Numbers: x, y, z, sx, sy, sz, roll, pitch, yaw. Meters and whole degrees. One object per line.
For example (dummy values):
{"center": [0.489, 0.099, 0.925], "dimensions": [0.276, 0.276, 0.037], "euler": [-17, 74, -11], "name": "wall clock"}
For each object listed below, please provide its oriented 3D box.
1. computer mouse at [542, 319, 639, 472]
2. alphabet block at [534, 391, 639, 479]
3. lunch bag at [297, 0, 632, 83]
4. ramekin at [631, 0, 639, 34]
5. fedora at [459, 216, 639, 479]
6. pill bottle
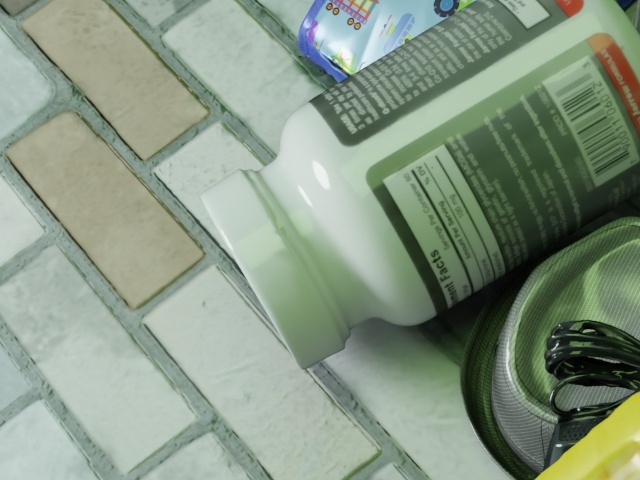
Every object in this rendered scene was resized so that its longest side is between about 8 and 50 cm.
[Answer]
{"center": [0.229, 0.200, 1.148], "dimensions": [0.188, 0.072, 0.272], "euler": [17, 104, 9], "name": "computer mouse"}
{"center": [0.230, 0.247, 0.981], "dimensions": [0.193, 0.197, 0.192], "euler": [-45, 36, 15], "name": "alphabet block"}
{"center": [0.127, -0.225, 1.469], "dimensions": [0.221, 0.138, 0.293], "euler": [40, 84, 28], "name": "lunch bag"}
{"center": [0.406, -0.196, 1.368], "dimensions": [0.272, 0.127, 0.273], "euler": [-6, 58, 10], "name": "ramekin"}
{"center": [0.233, 0.077, 1.246], "dimensions": [0.243, 0.124, 0.275], "euler": [29, 70, 27], "name": "fedora"}
{"center": [0.096, -0.059, 1.285], "dimensions": [0.363, 0.210, 0.210], "euler": [-31, 57, -2], "name": "pill bottle"}
